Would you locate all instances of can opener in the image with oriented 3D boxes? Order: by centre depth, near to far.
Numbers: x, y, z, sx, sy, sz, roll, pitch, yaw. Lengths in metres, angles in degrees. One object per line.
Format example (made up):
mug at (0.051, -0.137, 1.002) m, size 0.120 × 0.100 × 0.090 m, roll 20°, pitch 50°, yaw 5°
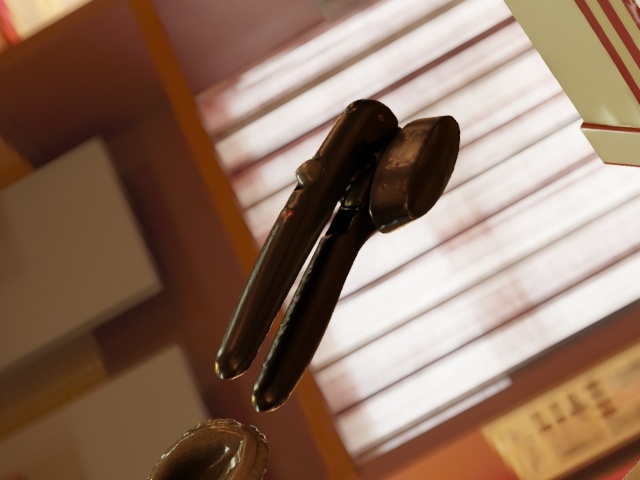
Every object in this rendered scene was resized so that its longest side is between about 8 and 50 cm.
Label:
can opener at (0.000, 0.000, 0.816) m, size 0.059 × 0.073 × 0.186 m, roll 44°, pitch -125°, yaw -14°

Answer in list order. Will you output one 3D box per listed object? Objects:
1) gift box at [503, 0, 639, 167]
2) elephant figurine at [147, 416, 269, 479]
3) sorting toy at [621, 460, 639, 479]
gift box at (0.312, -0.178, 1.243) m, size 0.276 × 0.255 × 0.258 m, roll 18°, pitch 154°, yaw 51°
elephant figurine at (-0.060, 0.163, 0.748) m, size 0.186 × 0.169 × 0.239 m, roll 11°, pitch -164°, yaw -19°
sorting toy at (0.208, 0.263, 1.064) m, size 0.089 × 0.255 × 0.257 m, roll 35°, pitch -160°, yaw -10°
